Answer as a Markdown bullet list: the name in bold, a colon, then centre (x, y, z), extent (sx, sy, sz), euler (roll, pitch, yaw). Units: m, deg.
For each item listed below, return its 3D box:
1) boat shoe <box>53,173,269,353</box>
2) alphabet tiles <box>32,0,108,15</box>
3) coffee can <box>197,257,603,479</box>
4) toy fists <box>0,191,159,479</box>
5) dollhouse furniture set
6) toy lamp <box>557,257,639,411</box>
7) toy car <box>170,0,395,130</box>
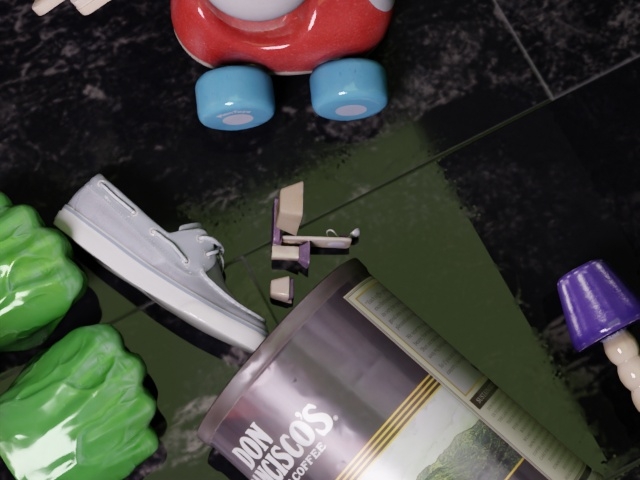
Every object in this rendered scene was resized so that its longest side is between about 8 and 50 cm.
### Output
- **boat shoe**: centre (-0.130, 0.017, 1.358), extent (0.227, 0.079, 0.081), euler (33, 81, 10)
- **alphabet tiles**: centre (-0.135, -0.302, 1.350), extent (0.278, 0.284, 0.021), euler (-28, 118, 26)
- **coffee can**: centre (0.065, 0.178, 1.260), extent (0.275, 0.201, 0.201), euler (41, 78, 8)
- **toy fists**: centre (-0.245, 0.090, 1.331), extent (0.142, 0.096, 0.279), euler (-33, 80, 1)
- **dollhouse furniture set**: centre (0.000, 0.000, 1.351), extent (0.081, 0.114, 0.091), euler (3, 73, -5)
- **toy lamp**: centre (0.295, 0.144, 1.340), extent (0.080, 0.080, 0.275), euler (-28, 79, -8)
- **toy car**: centre (-0.033, -0.240, 1.345), extent (0.210, 0.238, 0.219), euler (-5, 76, -3)
